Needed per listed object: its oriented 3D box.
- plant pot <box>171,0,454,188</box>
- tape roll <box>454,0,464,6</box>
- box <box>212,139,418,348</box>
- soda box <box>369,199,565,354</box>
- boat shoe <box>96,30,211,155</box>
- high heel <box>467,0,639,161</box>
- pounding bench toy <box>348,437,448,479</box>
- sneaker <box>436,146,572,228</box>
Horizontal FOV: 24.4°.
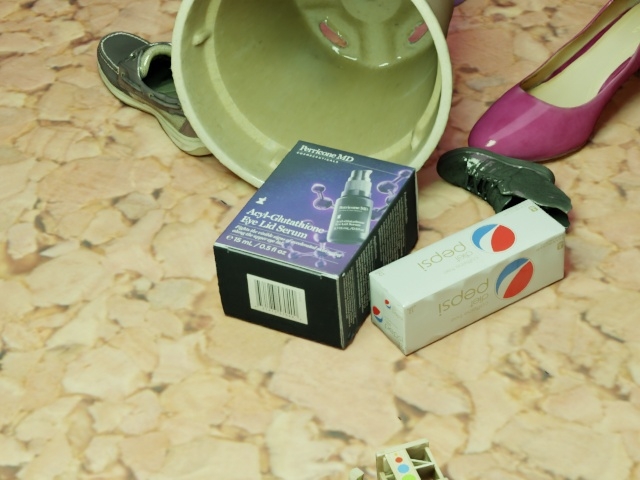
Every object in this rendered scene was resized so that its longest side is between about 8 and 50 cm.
[{"bbox_3d":[0.029,-0.258,1.803,0.334,0.333,0.305,8,30,15],"label":"plant pot"},{"bbox_3d":[0.133,-0.405,2.119,0.189,0.080,0.189,-3,39,2],"label":"tape roll"},{"bbox_3d":[0.000,0.000,1.627,0.153,0.108,0.207,14,44,22],"label":"box"},{"bbox_3d":[0.160,0.038,1.593,0.216,0.074,0.069,-25,44,-22],"label":"soda box"},{"bbox_3d":[-0.204,-0.212,1.909,0.103,0.092,0.285,-24,44,-22],"label":"boat shoe"},{"bbox_3d":[0.324,-0.235,1.818,0.377,0.181,0.127,-32,47,-29],"label":"high heel"},{"bbox_3d":[0.073,0.235,1.384,0.083,0.052,0.065,-14,41,-11],"label":"pounding bench toy"},{"bbox_3d":[0.212,-0.059,1.721,0.170,0.051,0.089,10,38,12],"label":"sneaker"}]
